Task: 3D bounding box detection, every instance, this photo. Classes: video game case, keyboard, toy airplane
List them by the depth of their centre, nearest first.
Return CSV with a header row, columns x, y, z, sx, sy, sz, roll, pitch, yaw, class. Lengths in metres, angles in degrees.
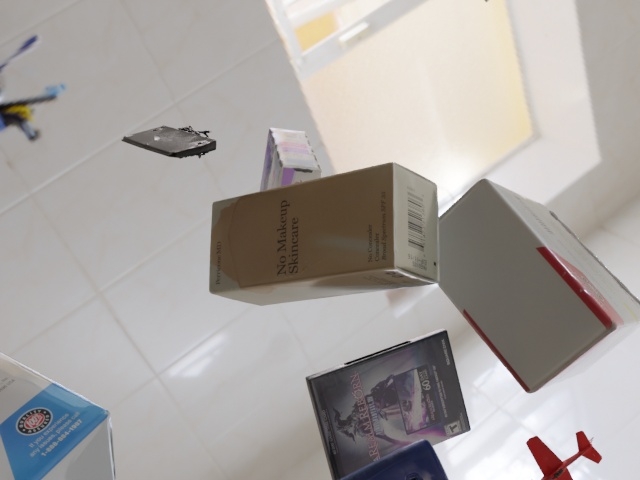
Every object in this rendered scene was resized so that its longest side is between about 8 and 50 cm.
x,y,z,sx,sy,sz,roll,pitch,yaw,class
-0.203,-0.131,1.214,0.192,0.100,0.038,24,-52,54,keyboard
0.124,0.291,1.515,0.026,0.274,0.196,-174,-111,-70,video game case
0.446,0.406,1.548,0.151,0.151,0.028,54,-11,1,toy airplane

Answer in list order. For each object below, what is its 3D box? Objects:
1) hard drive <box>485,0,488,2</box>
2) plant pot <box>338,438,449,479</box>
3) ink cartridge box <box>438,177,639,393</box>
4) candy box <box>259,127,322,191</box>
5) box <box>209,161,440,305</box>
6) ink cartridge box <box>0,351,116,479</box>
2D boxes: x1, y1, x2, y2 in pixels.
x,y,z,sx,sy,sz,roll,pitch,yaw,class
0.270,-0.449,0.978,0.210,0.318,0.040,38,19,-47,hard drive
0.112,0.462,1.193,0.212,0.236,0.236,-122,-171,-49,plant pot
0.343,0.072,1.345,0.279,0.160,0.384,52,19,21,ink cartridge box
-0.058,-0.085,1.489,0.196,0.070,0.165,-111,-152,-62,candy box
0.000,0.000,1.179,0.311,0.148,0.121,-11,-18,34,box
-0.390,0.210,0.828,0.307,0.223,0.129,22,-49,21,ink cartridge box
